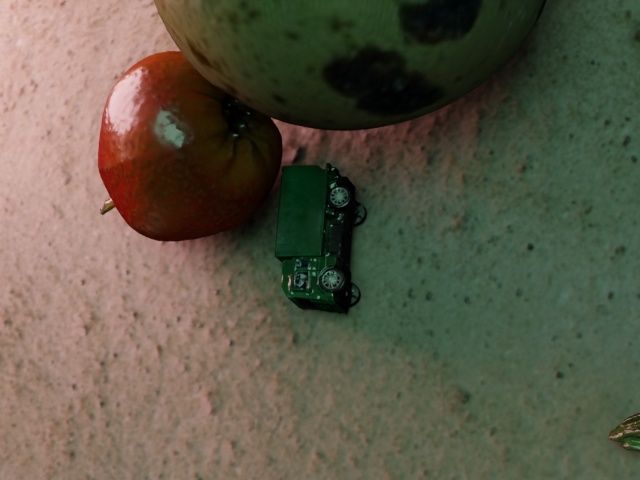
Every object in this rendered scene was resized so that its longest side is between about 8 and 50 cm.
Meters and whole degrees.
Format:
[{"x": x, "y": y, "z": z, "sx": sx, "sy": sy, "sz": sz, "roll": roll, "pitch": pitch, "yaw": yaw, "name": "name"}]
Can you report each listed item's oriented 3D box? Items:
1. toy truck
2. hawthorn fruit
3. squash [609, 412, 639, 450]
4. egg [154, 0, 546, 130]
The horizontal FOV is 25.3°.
[{"x": 0.000, "y": 0.000, "z": 1.450, "sx": 0.079, "sy": 0.065, "sz": 0.147, "roll": -3, "pitch": 71, "yaw": 17, "name": "toy truck"}, {"x": -0.154, "y": -0.081, "z": 1.464, "sx": 0.225, "sy": 0.196, "sz": 0.196, "roll": -33, "pitch": 63, "yaw": 36, "name": "hawthorn fruit"}, {"x": 0.371, "y": 0.184, "z": 1.281, "sx": 0.224, "sy": 0.094, "sz": 0.094, "roll": 5, "pitch": 74, "yaw": 24, "name": "squash"}, {"x": 0.037, "y": -0.275, "z": 1.359, "sx": 0.345, "sy": 0.428, "sz": 0.345, "roll": -1, "pitch": 88, "yaw": 47, "name": "egg"}]
